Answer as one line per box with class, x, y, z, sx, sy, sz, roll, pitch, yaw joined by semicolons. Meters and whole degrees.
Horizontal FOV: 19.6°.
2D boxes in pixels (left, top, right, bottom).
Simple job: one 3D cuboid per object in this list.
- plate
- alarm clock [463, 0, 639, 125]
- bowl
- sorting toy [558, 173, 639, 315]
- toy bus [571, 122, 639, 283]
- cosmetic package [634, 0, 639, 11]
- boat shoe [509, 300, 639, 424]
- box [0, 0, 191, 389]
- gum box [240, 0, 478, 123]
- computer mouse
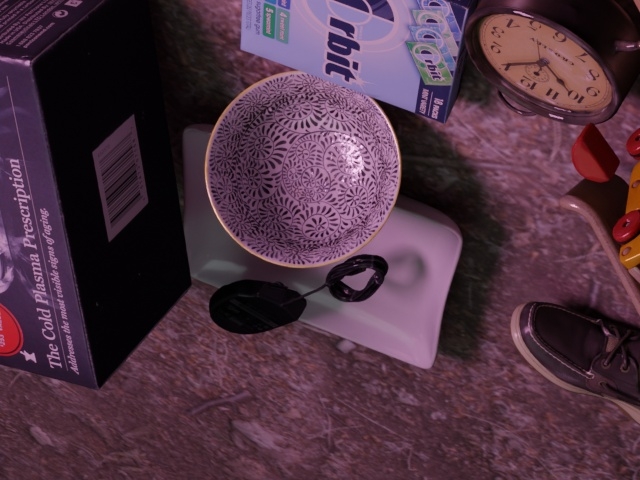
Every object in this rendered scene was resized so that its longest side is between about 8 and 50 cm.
plate;0.000;0.000;1.782;0.277;0.045;0.278;22;151;9
alarm clock;0.171;-0.141;1.395;0.129;0.064;0.192;33;156;1
bowl;-0.009;-0.060;1.614;0.170;0.170;0.080;21;-178;9
sorting toy;0.283;0.039;1.463;0.041;0.307;0.229;-33;88;17
toy bus;0.284;-0.030;1.327;0.104;0.202;0.191;-29;163;35
cosmetic package;0.251;-0.169;1.271;0.060;0.041;0.115;-21;108;40
boat shoe;0.279;0.112;1.715;0.223;0.080;0.073;31;146;-19
box;-0.310;-0.076;1.667;0.312;0.179;0.343;12;128;25
gum box;0.028;-0.180;1.472;0.184;0.041;0.157;21;150;8
computer mouse;-0.022;0.043;1.794;0.242;0.041;0.071;-18;138;43
